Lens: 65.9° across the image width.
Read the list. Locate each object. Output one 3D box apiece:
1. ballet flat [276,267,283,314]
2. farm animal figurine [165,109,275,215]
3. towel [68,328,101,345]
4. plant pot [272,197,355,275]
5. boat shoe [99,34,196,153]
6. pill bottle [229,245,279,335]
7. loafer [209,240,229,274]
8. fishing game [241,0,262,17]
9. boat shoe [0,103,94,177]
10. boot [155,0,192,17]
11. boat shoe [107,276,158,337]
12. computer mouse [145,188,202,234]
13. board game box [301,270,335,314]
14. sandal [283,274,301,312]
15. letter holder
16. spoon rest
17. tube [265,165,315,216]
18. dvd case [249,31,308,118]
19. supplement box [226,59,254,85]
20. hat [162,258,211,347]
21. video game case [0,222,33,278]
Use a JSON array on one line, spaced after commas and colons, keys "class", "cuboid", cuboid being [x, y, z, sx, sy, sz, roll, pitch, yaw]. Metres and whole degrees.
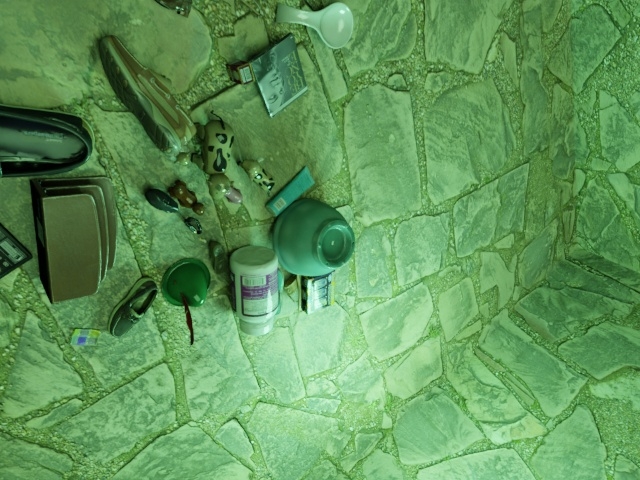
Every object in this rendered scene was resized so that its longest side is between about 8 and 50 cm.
[{"class": "ballet flat", "cuboid": [-0.176, 0.184, 1.885, 0.072, 0.068, 0.213, 4, 116, 0]}, {"class": "farm animal figurine", "cuboid": [-0.294, -0.221, 1.495, 0.331, 0.172, 0.326, -24, 126, -26]}, {"class": "towel", "cuboid": [-0.737, 0.304, 1.547, 0.083, 0.009, 0.060, 17, 103, -42]}, {"class": "plant pot", "cuboid": [0.000, 0.000, 1.784, 0.293, 0.196, 0.292, -8, 103, -36]}, {"class": "boat shoe", "cuboid": [-0.449, -0.386, 1.294, 0.116, 0.123, 0.324, -42, 110, -30]}, {"class": "pill bottle", "cuboid": [-0.233, 0.184, 1.765, 0.169, 0.169, 0.301, -16, 123, -31]}, {"class": "loafer", "cuboid": [-0.349, 0.056, 1.690, 0.056, 0.050, 0.148, -19, 139, -25]}, {"class": "fishing game", "cuboid": [-0.145, -0.782, 1.400, 0.189, 0.041, 0.264, 28, 96, -43]}, {"class": "boat shoe", "cuboid": [-0.779, -0.228, 1.130, 0.501, 0.156, 0.186, -6, 118, -34]}, {"class": "boot", "cuboid": [-0.373, -0.659, 1.290, 0.106, 0.037, 0.114, 3, 115, -53]}, {"class": "boat shoe", "cuboid": [-0.595, 0.221, 1.568, 0.080, 0.073, 0.223, 35, 89, -43]}, {"class": "computer mouse", "cuboid": [-0.448, -0.078, 1.522, 0.242, 0.071, 0.041, 46, 43, -46]}, {"class": "board game box", "cuboid": [-0.008, 0.204, 2.034, 0.141, 0.048, 0.170, -17, 122, -33]}, {"class": "sandal", "cuboid": [-0.113, 0.165, 1.931, 0.079, 0.088, 0.239, 3, 107, -5]}, {"class": "letter holder", "cuboid": [-0.649, -0.010, 1.352, 0.215, 0.152, 0.301, -10, 119, -36]}, {"class": "spoon rest", "cuboid": [-0.001, -0.678, 1.534, 0.277, 0.084, 0.137, -7, 118, -36]}, {"class": "tube", "cuboid": [-0.104, -0.171, 1.760, 0.207, 0.052, 0.080, -44, 137, -17]}, {"class": "dvd case", "cuboid": [-0.124, -0.507, 1.535, 0.164, 0.018, 0.221, -41, 149, -14]}, {"class": "supplement box", "cuboid": [-0.236, -0.496, 1.453, 0.043, 0.083, 0.054, -30, 128, -22]}, {"class": "hat", "cuboid": [-0.405, 0.189, 1.622, 0.173, 0.184, 0.208, -22, 125, -28]}, {"class": "video game case", "cuboid": [-0.926, 0.019, 1.230, 0.248, 0.035, 0.274, -38, 132, -16]}]
